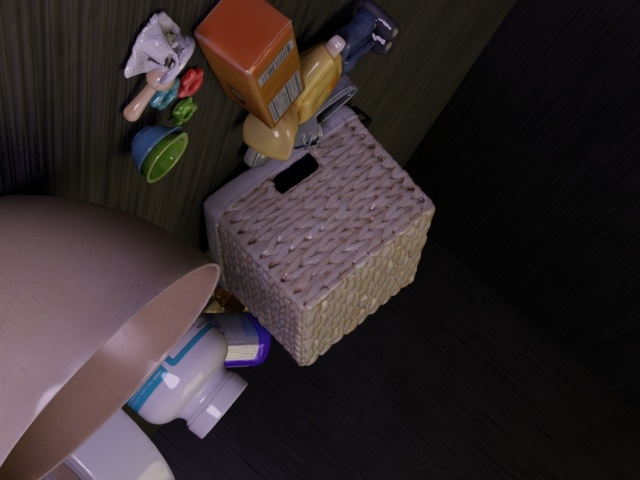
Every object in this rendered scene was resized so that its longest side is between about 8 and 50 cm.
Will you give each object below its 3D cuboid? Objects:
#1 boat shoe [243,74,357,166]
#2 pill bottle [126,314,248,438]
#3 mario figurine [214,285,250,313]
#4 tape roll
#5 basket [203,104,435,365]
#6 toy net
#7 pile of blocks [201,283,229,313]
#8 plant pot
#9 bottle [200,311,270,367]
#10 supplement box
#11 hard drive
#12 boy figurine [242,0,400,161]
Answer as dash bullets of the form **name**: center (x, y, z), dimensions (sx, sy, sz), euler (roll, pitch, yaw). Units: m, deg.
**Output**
- **boat shoe**: center (-0.027, -0.192, 1.280), dimensions (0.227, 0.081, 0.079), euler (-48, 174, -13)
- **pill bottle**: center (-0.221, 0.133, 1.013), dimensions (0.146, 0.264, 0.146), euler (-49, 178, -2)
- **mario figurine**: center (-0.124, 0.089, 1.800), dimensions (0.198, 0.170, 0.320), euler (-37, 177, 9)
- **tape roll**: center (-0.362, 0.339, 1.242), dimensions (0.100, 0.286, 0.286), euler (-46, 173, -34)
- **basket**: center (0.000, 0.000, 1.431), dimensions (0.328, 0.266, 0.331), euler (-37, 159, -19)
- **toy net**: center (-0.150, -0.154, 0.821), dimensions (0.122, 0.045, 0.232), euler (-46, 173, -27)
- **pile of blocks**: center (-0.235, 0.200, 1.898), dimensions (0.112, 0.149, 0.362), euler (-46, 173, -22)
- **plant pot**: center (-0.259, 0.069, 0.733), dimensions (0.284, 0.191, 0.284), euler (-49, 174, -7)
- **bottle**: center (-0.237, 0.188, 1.486), dimensions (0.283, 0.118, 0.092), euler (3, 111, -33)
- **supplement box**: center (-0.074, -0.203, 0.913), dimensions (0.080, 0.078, 0.233), euler (-52, 175, -6)
- **hard drive**: center (-0.040, -0.129, 1.659), dimensions (0.339, 0.064, 0.237), euler (-53, 173, 23)
- **boy figurine**: center (-0.002, -0.236, 1.166), dimensions (0.285, 0.092, 0.177), euler (-50, 177, -21)
